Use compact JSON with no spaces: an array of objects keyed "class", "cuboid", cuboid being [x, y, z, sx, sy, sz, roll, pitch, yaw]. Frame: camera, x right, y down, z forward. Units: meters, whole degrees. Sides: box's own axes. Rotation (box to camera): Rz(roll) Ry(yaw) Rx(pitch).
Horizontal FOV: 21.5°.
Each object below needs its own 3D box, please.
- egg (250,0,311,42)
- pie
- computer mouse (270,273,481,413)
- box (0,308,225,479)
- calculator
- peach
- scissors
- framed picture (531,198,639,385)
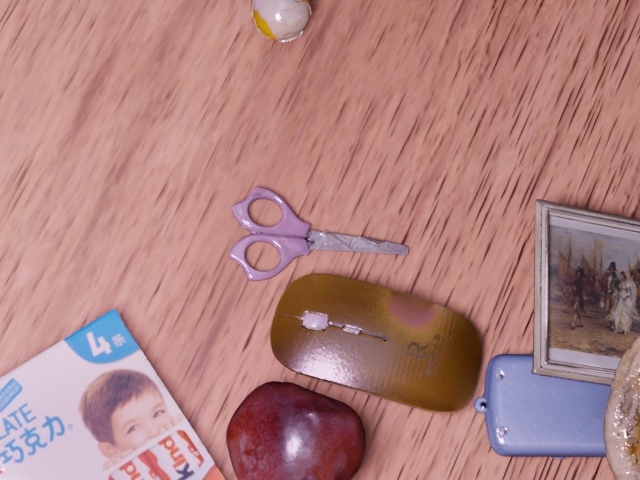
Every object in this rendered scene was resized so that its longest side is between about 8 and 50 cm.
[{"class":"egg","cuboid":[-0.048,-0.278,1.988,0.071,0.071,0.083,-17,76,-14]},{"class":"pie","cuboid":[0.444,0.206,1.927,0.274,0.055,0.274,0,89,-22]},{"class":"computer mouse","cuboid":[0.065,0.118,1.913,0.245,0.056,0.126,18,72,-4]},{"class":"box","cuboid":[-0.266,0.253,1.818,0.273,0.048,0.265,-33,83,-16]},{"class":"calculator","cuboid":[0.278,0.190,1.939,0.210,0.039,0.121,1,72,-10]},{"class":"peach","cuboid":[-0.022,0.217,1.823,0.152,0.152,0.152,3,75,-10]},{"class":"scissors","cuboid":[0.000,0.000,1.949,0.212,0.021,0.110,6,76,-8]},{"class":"framed picture","cuboid":[0.369,0.071,1.966,0.274,0.017,0.217,8,70,-20]}]
